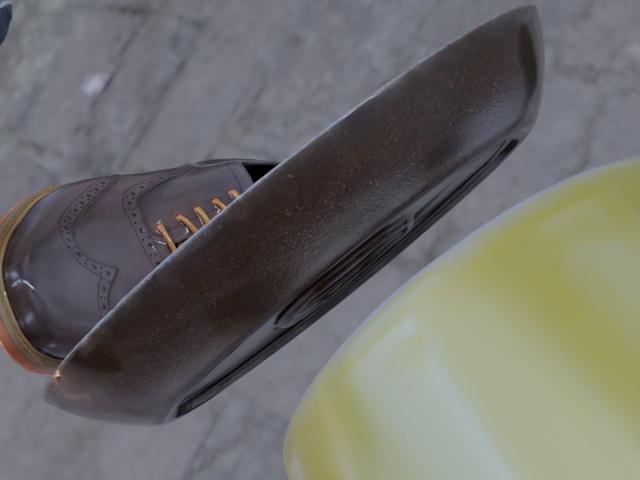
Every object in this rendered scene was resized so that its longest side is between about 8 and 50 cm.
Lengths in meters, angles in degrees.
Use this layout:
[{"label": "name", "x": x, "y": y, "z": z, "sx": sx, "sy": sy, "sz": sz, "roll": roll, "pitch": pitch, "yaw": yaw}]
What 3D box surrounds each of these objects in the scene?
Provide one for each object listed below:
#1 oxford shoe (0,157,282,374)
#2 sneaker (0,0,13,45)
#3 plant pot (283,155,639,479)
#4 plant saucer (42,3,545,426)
[{"label": "oxford shoe", "x": -0.108, "y": -0.004, "z": 1.288, "sx": 0.133, "sy": 0.130, "sz": 0.364, "roll": -21, "pitch": 5, "yaw": 27}, {"label": "sneaker", "x": -0.314, "y": -0.094, "z": 1.114, "sx": 0.275, "sy": 0.107, "sz": 0.110, "roll": -29, "pitch": 2, "yaw": 1}, {"label": "plant pot", "x": 0.120, "y": 0.113, "z": 0.533, "sx": 0.254, "sy": 0.254, "sz": 0.239, "roll": -45, "pitch": 65, "yaw": 21}, {"label": "plant saucer", "x": 0.000, "y": 0.000, "z": 0.907, "sx": 0.310, "sy": 0.050, "sz": 0.310, "roll": -39, "pitch": -6, "yaw": -5}]
